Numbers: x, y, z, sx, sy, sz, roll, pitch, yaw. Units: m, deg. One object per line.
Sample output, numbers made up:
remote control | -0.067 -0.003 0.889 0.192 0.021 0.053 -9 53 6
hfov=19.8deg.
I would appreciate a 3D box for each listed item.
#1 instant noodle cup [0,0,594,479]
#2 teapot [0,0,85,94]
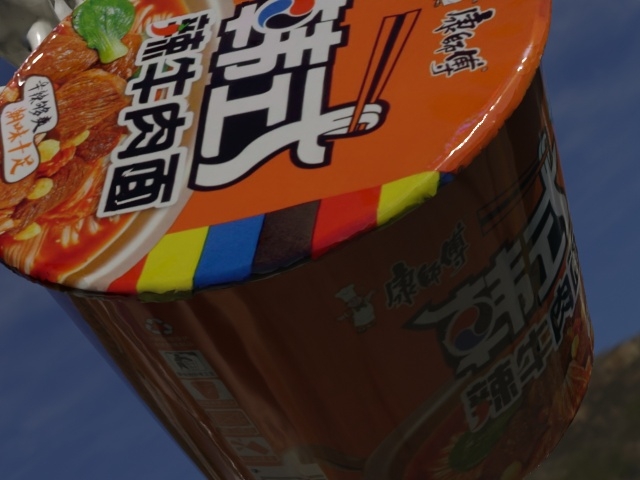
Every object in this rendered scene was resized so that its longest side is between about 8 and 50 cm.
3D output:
instant noodle cup | 0.000 0.000 0.790 0.250 0.250 0.192 -36 -50 -15
teapot | -0.209 -0.183 1.331 0.092 0.226 0.145 -8 -39 24
